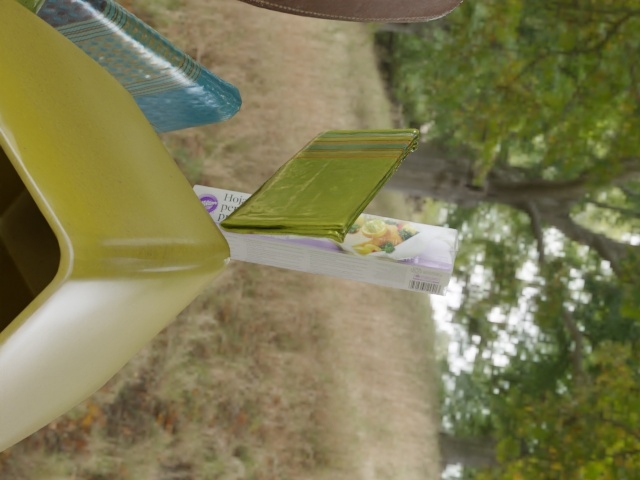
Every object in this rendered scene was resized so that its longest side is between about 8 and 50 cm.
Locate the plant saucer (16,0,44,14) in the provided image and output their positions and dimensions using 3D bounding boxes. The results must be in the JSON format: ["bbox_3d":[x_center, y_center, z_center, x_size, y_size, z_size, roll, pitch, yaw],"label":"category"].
[{"bbox_3d":[-0.261,-0.200,0.542,0.037,0.241,0.240,159,-58,-67],"label":"plant saucer"}]

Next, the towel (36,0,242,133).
[{"bbox_3d":[-0.258,-0.157,0.944,0.370,0.272,0.040,27,55,-71],"label":"towel"}]

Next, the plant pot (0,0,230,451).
[{"bbox_3d":[-0.179,-0.004,0.538,0.212,0.212,0.187,-43,160,21],"label":"plant pot"}]

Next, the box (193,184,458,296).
[{"bbox_3d":[0.000,0.000,1.178,0.067,0.324,0.063,92,9,-58],"label":"box"}]

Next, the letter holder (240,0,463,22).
[{"bbox_3d":[-0.015,-0.229,0.725,0.302,0.152,0.214,-11,149,-53],"label":"letter holder"}]

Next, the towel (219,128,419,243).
[{"bbox_3d":[0.008,-0.051,0.823,0.237,0.102,0.021,-50,137,-60],"label":"towel"}]
